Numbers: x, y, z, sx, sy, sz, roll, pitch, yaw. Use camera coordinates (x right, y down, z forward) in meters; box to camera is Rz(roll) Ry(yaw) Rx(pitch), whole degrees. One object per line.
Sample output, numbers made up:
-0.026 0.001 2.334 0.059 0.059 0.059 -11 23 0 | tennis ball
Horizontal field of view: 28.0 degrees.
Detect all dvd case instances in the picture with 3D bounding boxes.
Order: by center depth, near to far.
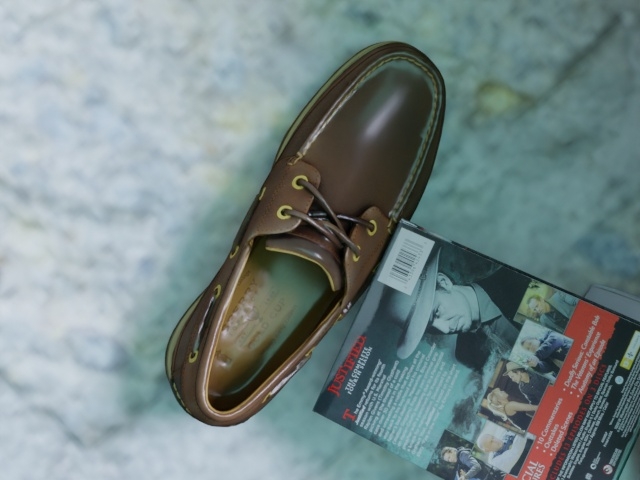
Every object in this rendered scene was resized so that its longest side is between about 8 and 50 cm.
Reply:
0.065 0.053 0.494 0.119 0.013 0.087 24 89 23 | dvd case

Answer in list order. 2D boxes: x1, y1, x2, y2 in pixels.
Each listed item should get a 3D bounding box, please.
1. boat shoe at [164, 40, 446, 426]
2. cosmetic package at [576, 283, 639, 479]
-0.001 0.000 0.518 0.064 0.060 0.178 32 90 -10 | boat shoe
0.161 0.250 0.547 0.284 0.097 0.377 28 91 -11 | cosmetic package
